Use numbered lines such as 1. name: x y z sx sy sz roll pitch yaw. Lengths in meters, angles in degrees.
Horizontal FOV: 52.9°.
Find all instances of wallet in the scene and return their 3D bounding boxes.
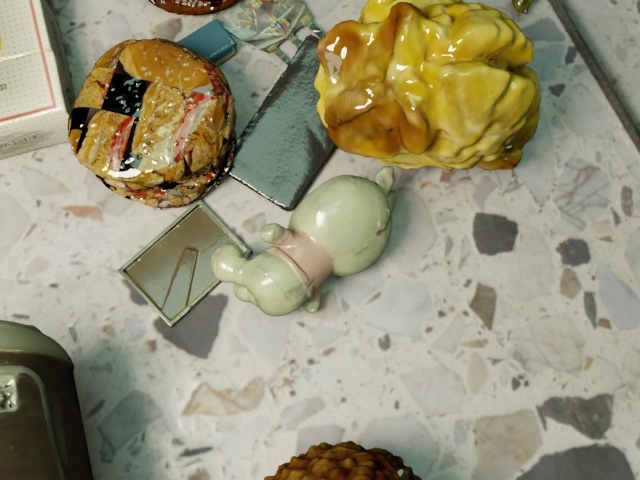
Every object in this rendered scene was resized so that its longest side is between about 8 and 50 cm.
1. wallet: -0.029 -0.169 0.919 0.124 0.025 0.244 31 79 6

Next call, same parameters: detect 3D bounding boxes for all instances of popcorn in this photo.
1. popcorn: 0.155 -0.193 0.815 0.332 0.265 0.225 20 81 -24

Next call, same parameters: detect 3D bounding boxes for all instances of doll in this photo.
1. doll: 0.003 0.008 0.822 0.274 0.155 0.113 -30 39 -11

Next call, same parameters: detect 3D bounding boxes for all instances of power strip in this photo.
1. power strip: -0.184 -0.274 0.949 0.123 0.032 0.056 -36 77 -12

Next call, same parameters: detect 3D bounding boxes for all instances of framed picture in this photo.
1. framed picture: -0.182 0.028 0.868 0.149 0.011 0.109 -43 78 -13

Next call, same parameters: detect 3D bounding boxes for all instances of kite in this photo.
1. kite: -0.052 -0.317 0.976 0.141 0.015 0.245 -42 78 -9

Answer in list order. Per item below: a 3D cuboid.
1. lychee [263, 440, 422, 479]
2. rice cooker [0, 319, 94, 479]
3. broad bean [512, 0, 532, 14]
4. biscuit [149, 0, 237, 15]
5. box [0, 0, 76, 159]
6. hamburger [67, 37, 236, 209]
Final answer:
1. lychee: 0.026 0.352 0.660 0.267 0.267 0.268 1 73 -2
2. rice cooker: -0.382 0.267 0.616 0.334 0.335 0.326 -15 70 -7
3. broad bean: 0.403 -0.491 1.022 0.077 0.061 0.339 30 73 15
4. biscuit: -0.188 -0.423 0.982 0.191 0.049 0.192 -2 73 6
5. box: -0.480 -0.278 0.910 0.210 0.095 0.331 -16 76 -6
6. hamburger: -0.219 -0.158 0.863 0.230 0.107 0.231 -1 79 5
